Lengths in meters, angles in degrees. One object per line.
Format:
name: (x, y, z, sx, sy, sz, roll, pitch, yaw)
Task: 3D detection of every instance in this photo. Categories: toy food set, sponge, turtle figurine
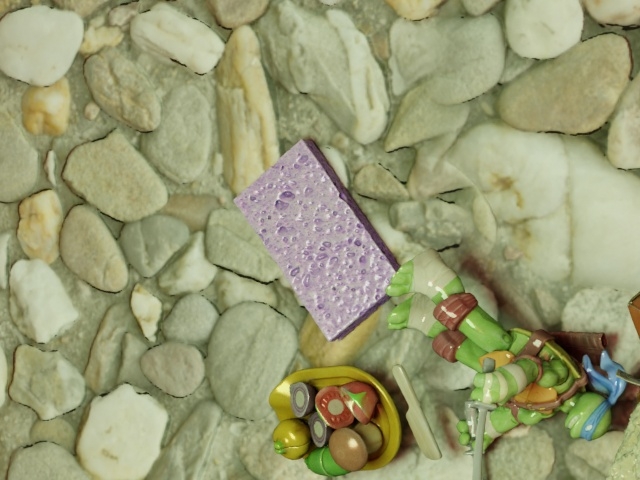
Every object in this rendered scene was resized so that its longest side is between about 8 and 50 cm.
toy food set: (0.017, 0.210, 1.960, 0.218, 0.071, 0.128, -11, 101, 42)
sponge: (0.000, 0.000, 2.029, 0.117, 0.031, 0.210, -40, 74, 19)
turtle figurine: (0.157, 0.160, 1.868, 0.266, 0.198, 0.274, 45, 103, 24)

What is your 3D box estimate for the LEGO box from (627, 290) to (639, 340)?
LEGO box: (0.586, 0.133, 1.566, 0.500, 0.193, 0.372, -18, 81, -4)

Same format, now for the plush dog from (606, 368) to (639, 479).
plush dog: (0.351, 0.276, 1.786, 0.210, 0.262, 0.225, 25, 90, 56)
